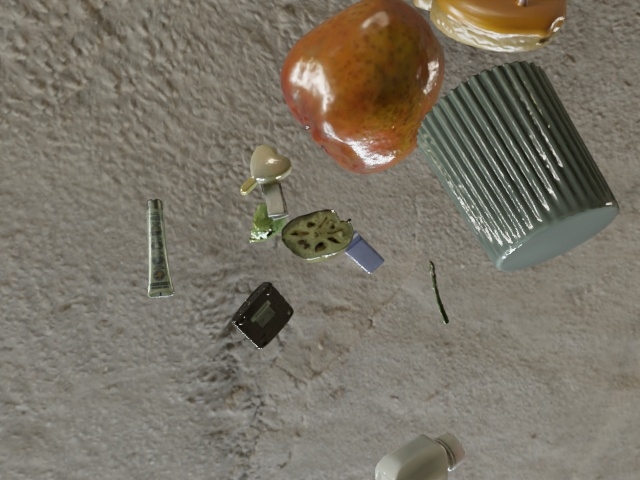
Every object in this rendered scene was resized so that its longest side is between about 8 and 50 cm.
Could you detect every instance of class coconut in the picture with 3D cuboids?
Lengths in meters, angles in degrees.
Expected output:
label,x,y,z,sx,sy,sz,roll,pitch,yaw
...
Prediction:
label,x,y,z,sx,sy,sz,roll,pitch,yaw
coconut,-0.159,-0.047,1.651,0.133,0.055,0.158,-16,144,-16

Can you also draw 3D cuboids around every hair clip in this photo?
label,x,y,z,sx,sy,sz,roll,pitch,yaw
hair clip,-0.154,-0.169,1.546,0.159,0.071,0.218,-12,80,-8

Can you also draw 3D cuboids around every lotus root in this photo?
label,x,y,z,sx,sy,sz,roll,pitch,yaw
lotus root,-0.004,0.001,1.523,0.204,0.183,0.078,-11,135,0

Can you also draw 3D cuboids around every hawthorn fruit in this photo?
label,x,y,z,sx,sy,sz,roll,pitch,yaw
hawthorn fruit,0.131,-0.426,1.493,0.472,0.471,0.471,-6,122,-10

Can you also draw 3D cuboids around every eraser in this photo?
label,x,y,z,sx,sy,sz,roll,pitch,yaw
eraser,0.151,0.045,1.938,0.082,0.036,0.225,-42,140,7

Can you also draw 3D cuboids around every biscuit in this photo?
label,x,y,z,sx,sy,sz,roll,pitch,yaw
biscuit,0.184,-0.272,0.576,0.170,0.170,0.050,-8,145,-9

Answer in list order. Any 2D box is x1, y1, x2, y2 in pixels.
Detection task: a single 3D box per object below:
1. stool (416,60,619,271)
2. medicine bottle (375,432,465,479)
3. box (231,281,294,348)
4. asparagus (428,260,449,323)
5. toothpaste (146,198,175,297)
label,x,y,z,sx,sy,sz,roll,pitch,yaw
stool,0.394,-0.136,1.091,0.297,0.330,0.297,-18,155,-9
medicine bottle,0.196,0.445,1.055,0.183,0.069,0.119,-17,110,-29
box,-0.127,0.173,1.231,0.126,0.027,0.125,-50,128,-17
asparagus,0.234,0.103,1.079,0.016,0.016,0.162,-1,124,32
toothpaste,-0.391,0.018,1.300,0.062,0.039,0.239,-5,78,-17
